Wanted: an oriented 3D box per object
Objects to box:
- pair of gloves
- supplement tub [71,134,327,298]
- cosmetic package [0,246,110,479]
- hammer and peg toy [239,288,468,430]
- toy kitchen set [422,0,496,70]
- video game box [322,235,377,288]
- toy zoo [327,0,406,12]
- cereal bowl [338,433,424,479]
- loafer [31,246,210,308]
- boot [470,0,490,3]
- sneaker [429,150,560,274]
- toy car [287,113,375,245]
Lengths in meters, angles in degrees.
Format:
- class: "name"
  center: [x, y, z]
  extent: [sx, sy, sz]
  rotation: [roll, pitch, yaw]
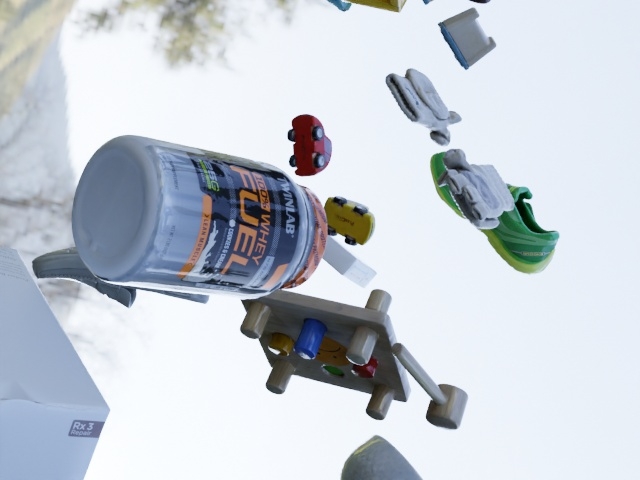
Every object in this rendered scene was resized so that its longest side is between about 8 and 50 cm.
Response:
- class: "pair of gloves"
  center: [0.169, -0.121, 1.800]
  extent: [0.042, 0.240, 0.204]
  rotation: [-34, 179, 20]
- class: "supplement tub"
  center: [-0.153, -0.024, 1.800]
  extent: [0.193, 0.316, 0.193]
  rotation: [-8, -102, 44]
- class: "cosmetic package"
  center: [-0.410, 0.141, 1.532]
  extent: [0.385, 0.217, 0.156]
  rotation: [49, -59, 52]
- class: "hammer and peg toy"
  center: [0.059, 0.170, 2.149]
  extent: [0.266, 0.361, 0.127]
  rotation: [70, 37, -52]
- class: "toy kitchen set"
  center: [0.186, -0.371, 2.203]
  extent: [0.122, 0.166, 0.207]
  rotation: [-30, -160, 11]
- class: "video game box"
  center: [0.000, 0.000, 2.506]
  extent: [0.048, 0.205, 0.187]
  rotation: [-51, 163, 4]
- class: "toy zoo"
  center: [0.018, -0.398, 1.801]
  extent: [0.030, 0.192, 0.293]
  rotation: [-62, 161, -18]
- class: "cereal bowl"
  center: [0.136, 0.524, 2.418]
  extent: [0.339, 0.141, 0.339]
  rotation: [55, -12, 17]
- class: "loafer"
  center: [-0.346, 0.064, 2.364]
  extent: [0.112, 0.319, 0.111]
  rotation: [-32, 122, -82]
- class: "boot"
  center: [0.197, -0.529, 2.319]
  extent: [0.248, 0.090, 0.207]
  rotation: [32, -37, 30]
- class: "sneaker"
  center: [0.325, -0.070, 2.482]
  extent: [0.295, 0.109, 0.123]
  rotation: [45, -61, 16]
- class: "toy car"
  center: [-0.022, -0.051, 2.135]
  extent: [0.225, 0.053, 0.239]
  rotation: [-43, -114, 33]
